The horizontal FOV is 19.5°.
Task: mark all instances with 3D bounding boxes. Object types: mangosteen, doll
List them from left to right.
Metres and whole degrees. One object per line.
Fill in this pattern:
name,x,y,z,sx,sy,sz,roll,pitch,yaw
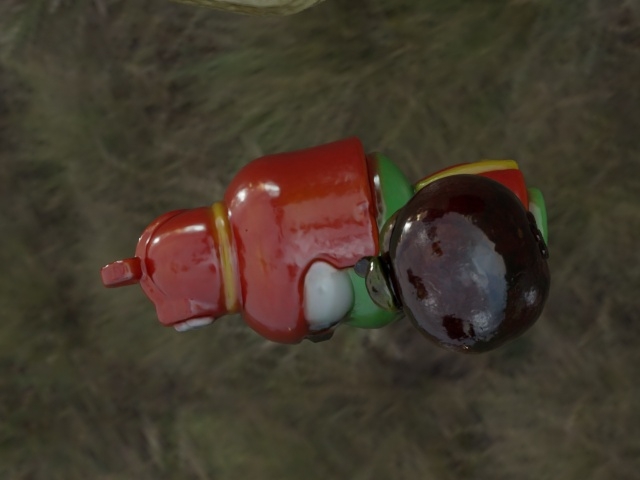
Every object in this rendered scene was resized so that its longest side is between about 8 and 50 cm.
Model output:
doll,0.000,0.001,1.523,0.182,0.363,0.160,123,136,-79
mangosteen,0.062,0.012,0.817,0.081,0.081,0.081,23,127,34

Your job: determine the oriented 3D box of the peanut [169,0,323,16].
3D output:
peanut,-0.074,-0.207,1.340,0.093,0.194,0.083,-122,41,-58
